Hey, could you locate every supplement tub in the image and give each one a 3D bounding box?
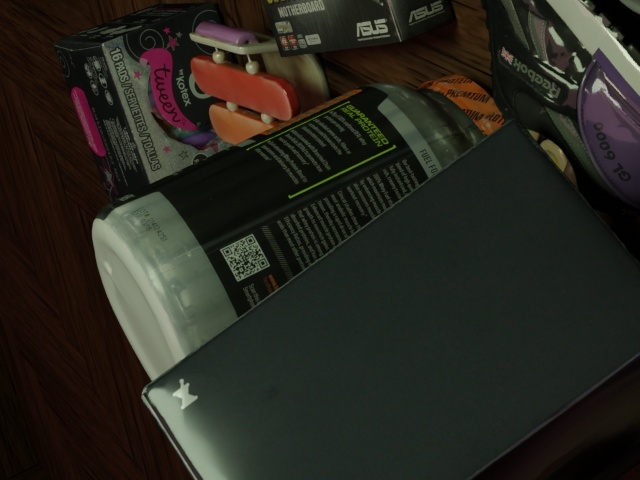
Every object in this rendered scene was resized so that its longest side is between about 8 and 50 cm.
[{"bbox_3d":[0.000,0.000,1.152,0.193,0.316,0.193,54,161,29],"label":"supplement tub"}]

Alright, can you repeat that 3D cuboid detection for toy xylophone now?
[{"bbox_3d":[-0.022,-0.068,1.449,0.236,0.081,0.323,14,125,61],"label":"toy xylophone"}]

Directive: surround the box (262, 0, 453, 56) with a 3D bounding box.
[{"bbox_3d":[0.006,-0.252,1.238,0.231,0.056,0.183,9,121,63],"label":"box"}]

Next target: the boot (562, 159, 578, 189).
[{"bbox_3d":[0.172,-0.083,1.038,0.106,0.037,0.114,-17,101,54],"label":"boot"}]

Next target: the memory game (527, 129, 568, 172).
[{"bbox_3d":[0.178,-0.110,1.062,0.186,0.012,0.186,47,151,37],"label":"memory game"}]

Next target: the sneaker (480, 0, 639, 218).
[{"bbox_3d":[0.135,-0.138,0.956,0.283,0.107,0.124,56,131,22],"label":"sneaker"}]

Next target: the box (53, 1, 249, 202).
[{"bbox_3d":[-0.165,-0.125,1.628,0.163,0.142,0.247,14,127,60],"label":"box"}]

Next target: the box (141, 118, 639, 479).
[{"bbox_3d":[0.082,0.117,1.011,0.183,0.296,0.294,54,180,24],"label":"box"}]

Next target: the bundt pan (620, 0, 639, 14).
[{"bbox_3d":[0.196,-0.276,0.716,0.331,0.124,0.331,46,150,37],"label":"bundt pan"}]
